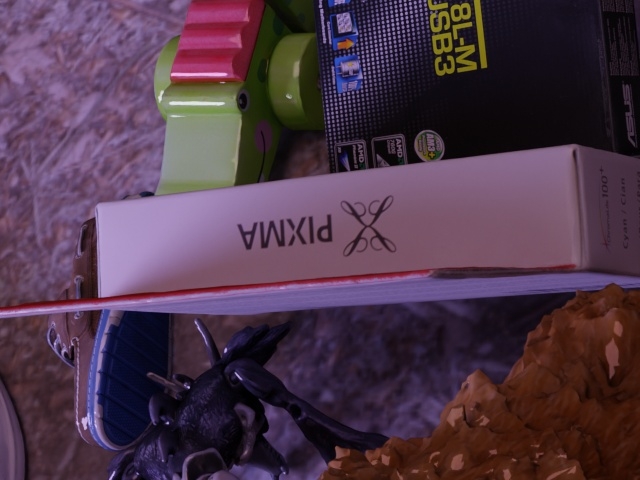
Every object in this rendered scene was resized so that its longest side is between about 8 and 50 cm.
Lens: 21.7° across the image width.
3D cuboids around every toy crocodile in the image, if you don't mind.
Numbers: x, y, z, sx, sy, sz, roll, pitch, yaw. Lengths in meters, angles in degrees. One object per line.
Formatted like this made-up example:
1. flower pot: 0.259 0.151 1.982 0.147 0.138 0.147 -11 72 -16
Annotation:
1. toy crocodile: -0.035 -0.168 1.108 0.115 0.105 0.341 8 69 32

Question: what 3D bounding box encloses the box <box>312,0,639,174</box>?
1. box: 0.079 -0.126 0.905 0.184 0.045 0.191 -5 91 41

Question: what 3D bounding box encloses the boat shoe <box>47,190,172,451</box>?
1. boat shoe: -0.136 0.056 1.074 0.066 0.066 0.183 -15 48 27

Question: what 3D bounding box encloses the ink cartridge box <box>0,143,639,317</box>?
1. ink cartridge box: 0.000 0.000 0.828 0.296 0.261 0.066 -6 84 35

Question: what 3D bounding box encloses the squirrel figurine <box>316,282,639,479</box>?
1. squirrel figurine: 0.187 0.191 0.652 0.370 0.281 0.397 -25 79 7

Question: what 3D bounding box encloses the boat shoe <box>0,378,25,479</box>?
1. boat shoe: -0.247 0.165 1.049 0.098 0.096 0.277 -26 55 15

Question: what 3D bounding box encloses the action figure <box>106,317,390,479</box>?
1. action figure: -0.039 0.157 0.920 0.164 0.141 0.276 -41 26 14
